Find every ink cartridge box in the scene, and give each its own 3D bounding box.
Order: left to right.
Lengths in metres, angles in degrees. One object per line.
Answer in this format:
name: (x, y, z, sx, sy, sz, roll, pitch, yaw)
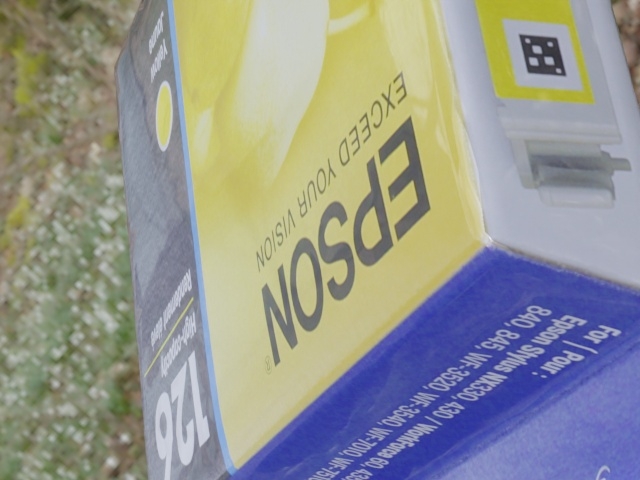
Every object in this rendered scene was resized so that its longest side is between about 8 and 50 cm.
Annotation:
ink cartridge box: (0.000, 0.000, 0.487, 0.303, 0.072, 0.307, 130, 138, -57)
